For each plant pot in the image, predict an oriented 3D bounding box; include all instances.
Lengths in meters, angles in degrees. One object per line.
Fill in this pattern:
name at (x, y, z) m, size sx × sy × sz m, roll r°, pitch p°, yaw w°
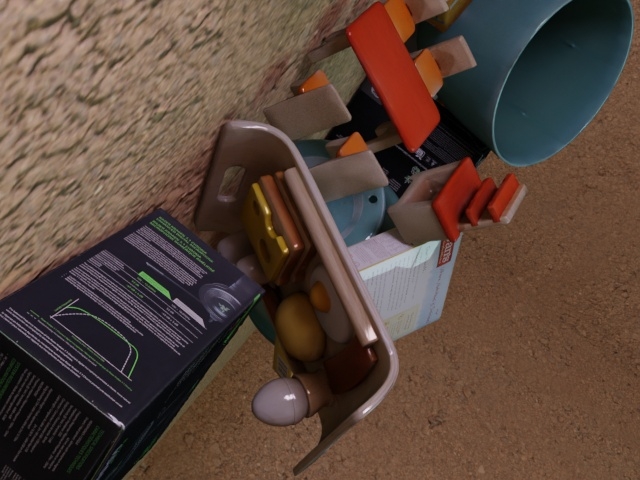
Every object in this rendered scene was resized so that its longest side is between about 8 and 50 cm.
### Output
plant pot at (0.291, -0.300, 1.354) m, size 0.293 × 0.235 × 0.293 m, roll -27°, pitch 141°, yaw -24°
plant pot at (0.000, 0.000, 1.183) m, size 0.272 × 0.271 × 0.255 m, roll -52°, pitch 161°, yaw -14°

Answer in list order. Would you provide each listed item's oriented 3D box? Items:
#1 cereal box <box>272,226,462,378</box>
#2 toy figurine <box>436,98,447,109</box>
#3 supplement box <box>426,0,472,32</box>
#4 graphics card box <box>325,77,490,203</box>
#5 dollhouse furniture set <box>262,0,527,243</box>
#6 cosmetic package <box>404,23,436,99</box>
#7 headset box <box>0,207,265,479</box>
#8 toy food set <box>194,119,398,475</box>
cereal box at (0.057, 0.070, 1.062) m, size 0.240 × 0.047 × 0.173 m, roll -22°, pitch 140°, yaw -28°
toy figurine at (0.184, -0.246, 1.730) m, size 0.210 × 0.148 × 0.213 m, roll -54°, pitch 178°, yaw 17°
supplement box at (0.157, -0.338, 1.147) m, size 0.080 × 0.078 × 0.233 m, roll -53°, pitch 176°, yaw 9°
graphics card box at (0.090, -0.083, 1.496) m, size 0.371 × 0.232 × 0.094 m, roll -56°, pitch 170°, yaw 28°
dollhouse furniture set at (0.104, -0.130, 0.950) m, size 0.135 × 0.259 × 0.262 m, roll -12°, pitch -152°, yaw 41°
cosmetic package at (0.172, -0.292, 1.556) m, size 0.238 × 0.107 × 0.127 m, roll -51°, pitch 173°, yaw 9°
headset box at (-0.199, 0.130, 0.751) m, size 0.246 × 0.131 × 0.283 m, roll -54°, pitch 177°, yaw 24°
toy food set at (-0.046, 0.062, 0.865) m, size 0.092 × 0.306 × 0.220 m, roll -17°, pitch 159°, yaw -24°
